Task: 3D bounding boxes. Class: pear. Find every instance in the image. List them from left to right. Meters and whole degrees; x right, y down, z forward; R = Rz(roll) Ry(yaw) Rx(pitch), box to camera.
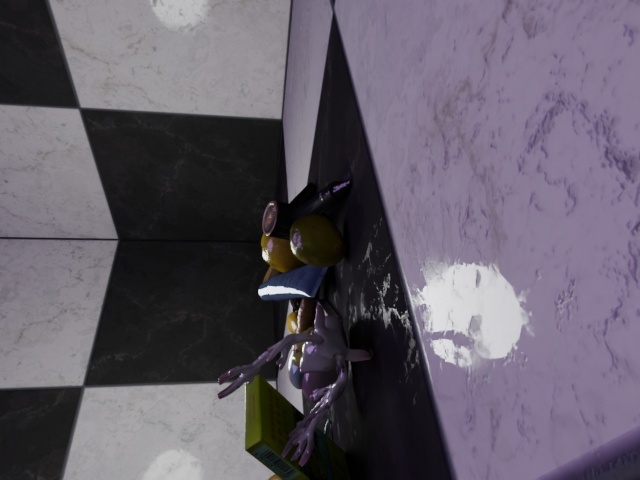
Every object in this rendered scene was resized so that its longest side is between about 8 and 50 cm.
[{"bbox_3d":[-0.101,0.016,1.541,0.209,0.209,0.208,-179,90,-81],"label":"pear"}]

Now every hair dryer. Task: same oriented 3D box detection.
[{"bbox_3d":[0.000,-0.083,1.239,0.352,0.189,0.107,-28,57,54],"label":"hair dryer"}]

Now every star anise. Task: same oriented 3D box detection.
[{"bbox_3d":[-0.079,0.167,1.730,0.209,0.089,0.231,80,-169,-70],"label":"star anise"}]

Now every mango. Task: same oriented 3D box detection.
[{"bbox_3d":[-0.094,0.342,1.849,0.190,0.075,0.098,-141,36,-73],"label":"mango"}]

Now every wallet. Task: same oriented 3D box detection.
[{"bbox_3d":[-0.092,-0.108,1.724,0.182,0.049,0.229,-50,-4,-19],"label":"wallet"}]

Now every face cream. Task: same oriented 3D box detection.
[{"bbox_3d":[-0.087,0.138,1.428,0.385,0.086,0.135,-22,36,56],"label":"face cream"}]

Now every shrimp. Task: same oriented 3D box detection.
[{"bbox_3d":[-0.027,0.187,1.459,0.117,0.066,0.262,47,-125,-65],"label":"shrimp"}]

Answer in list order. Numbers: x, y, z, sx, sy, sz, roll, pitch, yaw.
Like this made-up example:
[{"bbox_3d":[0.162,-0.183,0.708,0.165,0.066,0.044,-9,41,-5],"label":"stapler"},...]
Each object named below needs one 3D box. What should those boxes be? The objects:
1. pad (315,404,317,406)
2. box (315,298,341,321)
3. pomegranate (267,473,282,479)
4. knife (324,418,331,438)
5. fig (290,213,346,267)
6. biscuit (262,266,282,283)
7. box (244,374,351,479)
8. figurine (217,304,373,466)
[{"bbox_3d":[-0.019,0.432,1.600,0.330,0.004,0.220,-110,23,-65],"label":"pad"},{"bbox_3d":[0.019,0.253,1.299,0.247,0.033,0.129,-155,67,-80],"label":"box"},{"bbox_3d":[-0.131,0.951,1.688,0.191,0.191,0.191,-179,90,-81],"label":"pomegranate"},{"bbox_3d":[0.026,0.589,1.262,0.026,0.022,0.184,-44,39,40],"label":"knife"},{"bbox_3d":[-0.007,0.003,1.156,0.136,0.153,0.120,-58,0,-33],"label":"fig"},{"bbox_3d":[-0.136,0.071,1.775,0.237,0.062,0.290,63,-128,-83],"label":"biscuit"},{"bbox_3d":[-0.039,0.453,0.980,0.335,0.047,0.187,51,-173,-24],"label":"box"},{"bbox_3d":[-0.021,0.276,0.929,0.284,0.206,0.315,-47,-18,-16],"label":"figurine"}]
